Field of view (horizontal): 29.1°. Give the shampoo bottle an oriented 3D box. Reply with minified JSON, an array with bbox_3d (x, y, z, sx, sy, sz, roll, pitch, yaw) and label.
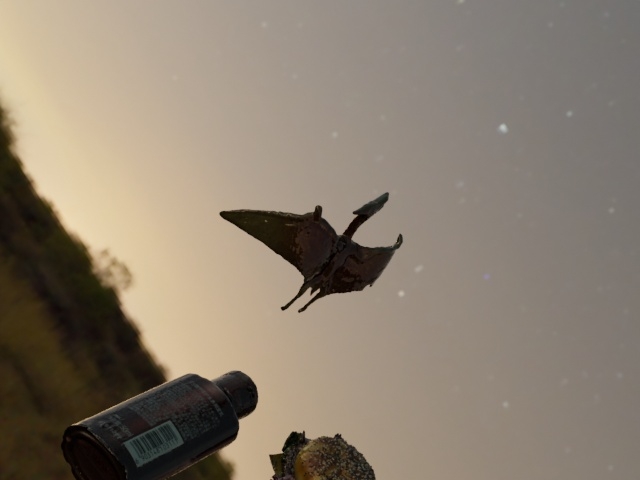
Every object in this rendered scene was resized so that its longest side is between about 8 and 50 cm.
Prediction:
[{"bbox_3d":[-0.205,0.256,1.697,0.129,0.084,0.323,43,29,15],"label":"shampoo bottle"}]

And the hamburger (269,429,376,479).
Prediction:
[{"bbox_3d":[0.011,0.364,1.884,0.189,0.164,0.093,51,-53,22],"label":"hamburger"}]

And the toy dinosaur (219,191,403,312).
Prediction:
[{"bbox_3d":[-0.008,0.006,1.745,0.113,0.327,0.206,40,-53,32],"label":"toy dinosaur"}]
